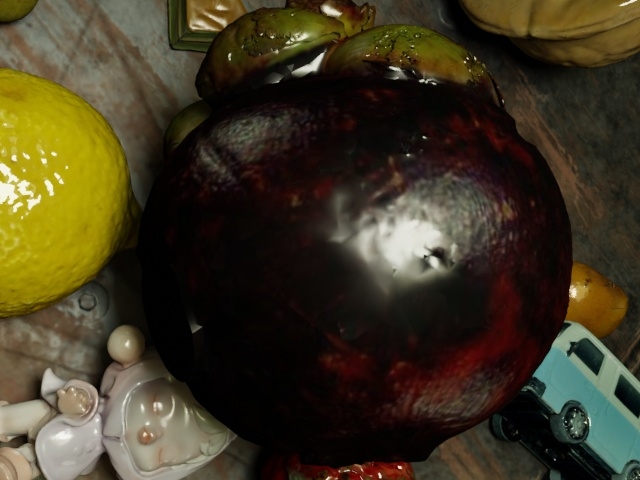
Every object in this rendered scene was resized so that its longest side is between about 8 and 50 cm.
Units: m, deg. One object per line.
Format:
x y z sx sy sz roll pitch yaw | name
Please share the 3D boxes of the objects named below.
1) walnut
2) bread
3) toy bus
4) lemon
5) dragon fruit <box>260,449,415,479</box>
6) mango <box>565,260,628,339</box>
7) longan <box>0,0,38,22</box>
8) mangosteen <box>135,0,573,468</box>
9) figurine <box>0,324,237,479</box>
0.365 -0.413 1.116 0.384 0.383 0.383 4 81 -26 | walnut
-0.128 -0.293 0.983 0.084 0.074 0.139 -1 81 -27 | bread
0.336 0.219 1.112 0.271 0.133 0.165 43 61 -18 | toy bus
-0.289 -0.043 0.779 0.253 0.228 0.228 -4 84 -30 | lemon
0.023 0.262 0.927 0.182 0.182 0.188 20 65 -23 | dragon fruit
0.368 0.089 1.173 0.159 0.084 0.105 18 80 -23 | mango
-0.331 -0.266 0.884 0.075 0.075 0.083 -2 42 -27 | longan
0.005 -0.006 0.761 0.381 0.381 0.421 -29 81 -27 | mangosteen
-0.204 0.180 0.845 0.276 0.133 0.200 -7 98 -23 | figurine
